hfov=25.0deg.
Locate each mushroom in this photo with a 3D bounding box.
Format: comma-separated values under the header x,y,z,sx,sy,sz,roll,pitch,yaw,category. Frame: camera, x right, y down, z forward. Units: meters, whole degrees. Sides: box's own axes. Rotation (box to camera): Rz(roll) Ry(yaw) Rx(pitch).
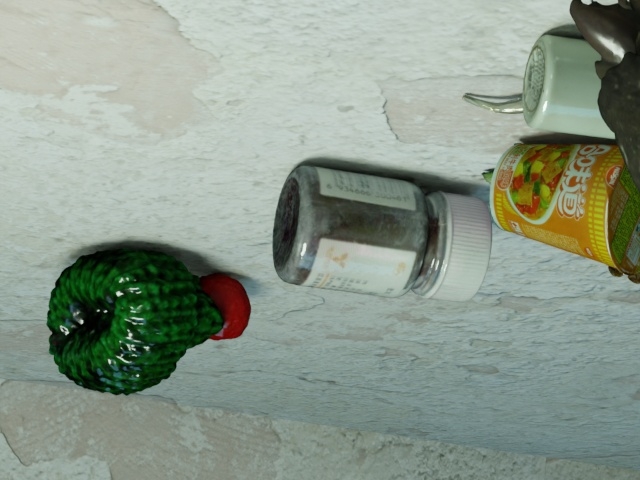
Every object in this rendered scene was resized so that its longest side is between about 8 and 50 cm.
x,y,z,sx,sy,sz,roll,pitch,yaw,category
0.322,-0.150,1.699,0.306,0.043,0.068,9,142,-11,mushroom

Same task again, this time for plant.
x,y,z,sx,sy,sz,roll,pitch,yaw,category
0.350,-0.141,1.296,0.181,0.320,0.194,-29,139,31,plant

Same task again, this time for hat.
x,y,z,sx,sy,sz,roll,pitch,yaw,category
-0.260,0.136,2.386,0.332,0.242,0.274,2,180,-41,hat

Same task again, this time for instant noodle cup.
x,y,z,sx,sy,sz,roll,pitch,yaw,category
0.314,-0.053,1.781,0.185,0.168,0.168,11,171,39,instant noodle cup

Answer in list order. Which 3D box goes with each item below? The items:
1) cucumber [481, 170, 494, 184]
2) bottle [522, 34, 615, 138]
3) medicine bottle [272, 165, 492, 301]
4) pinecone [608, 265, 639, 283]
x,y,z,sx,sy,sz,roll,pitch,yaw,category
0.319,-0.076,1.884,0.220,0.070,0.046,-9,-172,38,cucumber
0.348,-0.157,1.559,0.245,0.104,0.104,6,162,-7,bottle
0.082,-0.004,1.970,0.273,0.165,0.165,9,161,-16,medicine bottle
0.440,-0.011,1.949,0.121,0.140,0.140,-20,176,-33,pinecone
